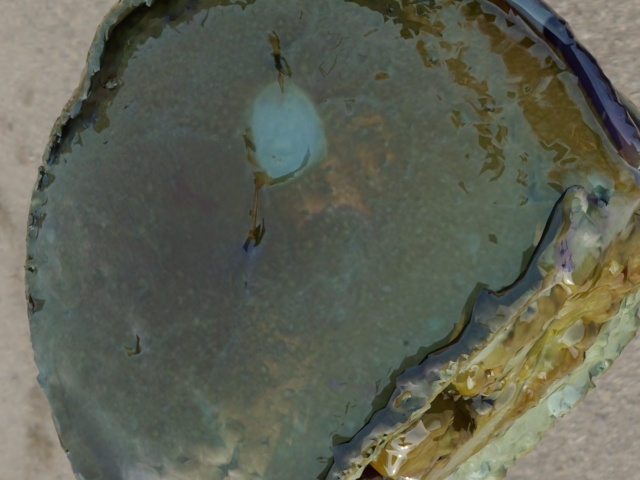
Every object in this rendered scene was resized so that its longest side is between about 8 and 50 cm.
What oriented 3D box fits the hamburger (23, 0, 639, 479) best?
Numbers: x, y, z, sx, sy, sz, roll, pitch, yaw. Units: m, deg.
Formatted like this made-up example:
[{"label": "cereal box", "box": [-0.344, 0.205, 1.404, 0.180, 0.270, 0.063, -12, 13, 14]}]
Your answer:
[{"label": "hamburger", "box": [0.000, 0.000, 0.577, 0.318, 0.195, 0.277, -43, 70, 10]}]
